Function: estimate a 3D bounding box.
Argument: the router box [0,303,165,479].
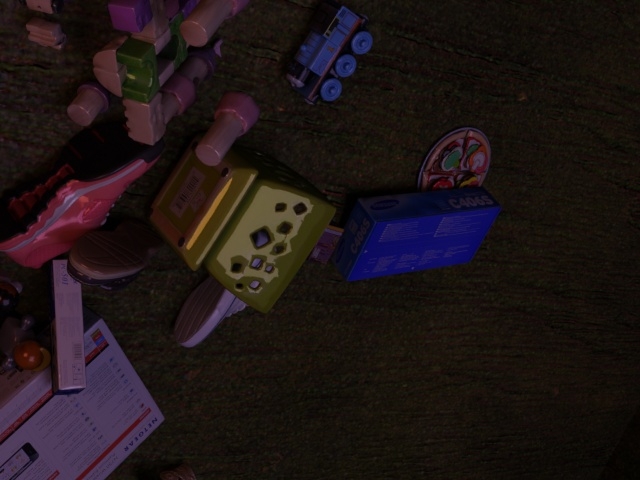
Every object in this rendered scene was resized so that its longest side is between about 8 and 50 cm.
[{"bbox_3d":[-0.464,0.323,1.815,0.335,0.082,0.301,-44,137,-24],"label":"router box"}]

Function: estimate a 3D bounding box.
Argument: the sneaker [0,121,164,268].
[{"bbox_3d":[-0.379,-0.071,1.670,0.314,0.116,0.136,-35,145,-7],"label":"sneaker"}]

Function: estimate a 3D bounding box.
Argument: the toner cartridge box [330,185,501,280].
[{"bbox_3d":[0.199,-0.017,2.163,0.348,0.075,0.165,-7,135,-37],"label":"toner cartridge box"}]

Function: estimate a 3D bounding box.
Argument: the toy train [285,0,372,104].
[{"bbox_3d":[0.010,-0.328,1.829,0.105,0.080,0.184,28,100,-37],"label":"toy train"}]

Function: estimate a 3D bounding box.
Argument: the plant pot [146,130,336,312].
[{"bbox_3d":[-0.150,-0.045,1.782,0.207,0.227,0.228,27,99,-39],"label":"plant pot"}]

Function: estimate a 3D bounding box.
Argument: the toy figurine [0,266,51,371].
[{"bbox_3d":[-0.546,0.147,1.627,0.210,0.148,0.213,-27,131,-24],"label":"toy figurine"}]

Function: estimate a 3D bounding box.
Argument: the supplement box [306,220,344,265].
[{"bbox_3d":[0.000,0.000,2.058,0.055,0.043,0.083,16,105,-45],"label":"supplement box"}]

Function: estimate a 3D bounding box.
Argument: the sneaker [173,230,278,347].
[{"bbox_3d":[-0.166,0.101,1.950,0.258,0.094,0.091,-51,132,-1],"label":"sneaker"}]

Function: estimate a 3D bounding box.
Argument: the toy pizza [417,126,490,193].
[{"bbox_3d":[0.288,-0.142,2.210,0.201,0.032,0.201,-21,129,-28],"label":"toy pizza"}]

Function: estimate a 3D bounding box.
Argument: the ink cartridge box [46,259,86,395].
[{"bbox_3d":[-0.409,0.141,1.685,0.046,0.097,0.207,-1,78,-21],"label":"ink cartridge box"}]

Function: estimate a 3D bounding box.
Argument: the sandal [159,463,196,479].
[{"bbox_3d":[-0.288,0.500,2.148,0.240,0.088,0.079,55,47,-52],"label":"sandal"}]

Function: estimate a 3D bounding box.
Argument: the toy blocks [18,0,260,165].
[{"bbox_3d":[-0.232,-0.321,1.567,0.288,0.309,0.260,90,22,-48],"label":"toy blocks"}]

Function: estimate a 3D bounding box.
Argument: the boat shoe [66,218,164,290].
[{"bbox_3d":[-0.334,0.037,1.685,0.092,0.103,0.285,-57,180,15],"label":"boat shoe"}]
